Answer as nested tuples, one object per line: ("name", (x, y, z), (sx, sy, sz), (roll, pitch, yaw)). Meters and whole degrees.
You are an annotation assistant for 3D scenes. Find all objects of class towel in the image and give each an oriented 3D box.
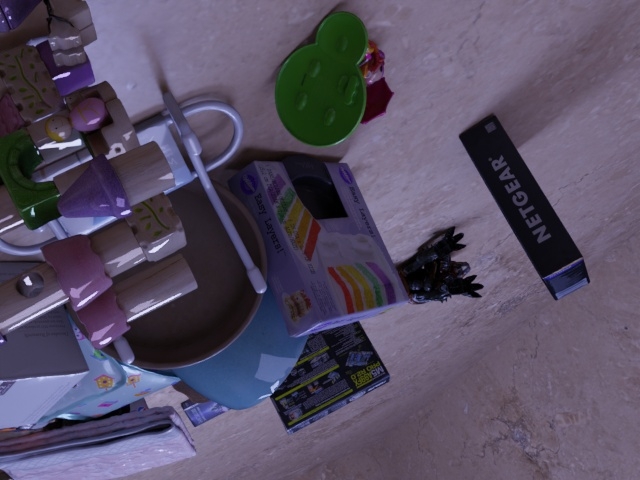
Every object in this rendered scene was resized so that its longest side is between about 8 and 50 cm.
("towel", (-0.409, 0.395, 1.606), (0.332, 0.053, 0.317), (-11, 157, -7))

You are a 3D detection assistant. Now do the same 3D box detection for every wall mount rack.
("wall mount rack", (-0.224, -0.015, 1.096), (0.350, 0.130, 0.304), (-27, 139, -7))

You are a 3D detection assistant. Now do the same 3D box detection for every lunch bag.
("lunch bag", (-0.380, 0.189, 1.382), (0.223, 0.160, 0.262), (-25, 157, 18))

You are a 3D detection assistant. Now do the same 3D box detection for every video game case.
("video game case", (-0.217, 0.390, 2.230), (0.274, 0.026, 0.196), (-25, 158, -10))

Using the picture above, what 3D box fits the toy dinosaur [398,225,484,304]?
("toy dinosaur", (0.252, 0.098, 2.024), (0.218, 0.164, 0.322), (-29, -172, 47))

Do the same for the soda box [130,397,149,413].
("soda box", (-0.473, 0.465, 1.975), (0.083, 0.092, 0.263), (-6, 149, -45))

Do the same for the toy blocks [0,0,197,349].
("toy blocks", (-0.294, -0.052, 0.783), (0.260, 0.288, 0.309), (-26, 161, -15))

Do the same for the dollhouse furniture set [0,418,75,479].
("dollhouse furniture set", (-0.599, 0.409, 1.742), (0.182, 0.101, 0.161), (0, 120, -51))

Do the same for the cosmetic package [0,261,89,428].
("cosmetic package", (-0.441, 0.144, 1.173), (0.151, 0.183, 0.151), (-41, 156, 28))

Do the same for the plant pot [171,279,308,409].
("plant pot", (-0.169, 0.095, 1.347), (0.195, 0.290, 0.290), (27, 126, -32))

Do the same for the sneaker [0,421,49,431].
("sneaker", (-0.589, 0.262, 1.370), (0.180, 0.124, 0.321), (-31, 148, 14))

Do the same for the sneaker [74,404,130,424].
("sneaker", (-0.441, 0.352, 1.760), (0.109, 0.130, 0.286), (1, 128, -14))

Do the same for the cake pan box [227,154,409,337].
("cake pan box", (0.000, 0.000, 1.306), (0.070, 0.267, 0.246), (-32, 164, 32))

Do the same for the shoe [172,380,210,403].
("shoe", (-0.285, 0.305, 1.923), (0.077, 0.058, 0.219), (-8, 153, 0))

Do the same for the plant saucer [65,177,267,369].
("plant saucer", (-0.212, 0.039, 1.185), (0.278, 0.278, 0.041), (-26, -166, -9))

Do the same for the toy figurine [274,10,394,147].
("toy figurine", (0.042, -0.213, 1.141), (0.159, 0.130, 0.173), (-19, 136, -60))

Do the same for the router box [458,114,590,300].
("router box", (0.383, -0.055, 1.608), (0.081, 0.309, 0.243), (-31, 159, 11))

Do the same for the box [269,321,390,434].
("box", (-0.006, 0.292, 2.014), (0.270, 0.216, 0.060), (-28, 159, -7))
